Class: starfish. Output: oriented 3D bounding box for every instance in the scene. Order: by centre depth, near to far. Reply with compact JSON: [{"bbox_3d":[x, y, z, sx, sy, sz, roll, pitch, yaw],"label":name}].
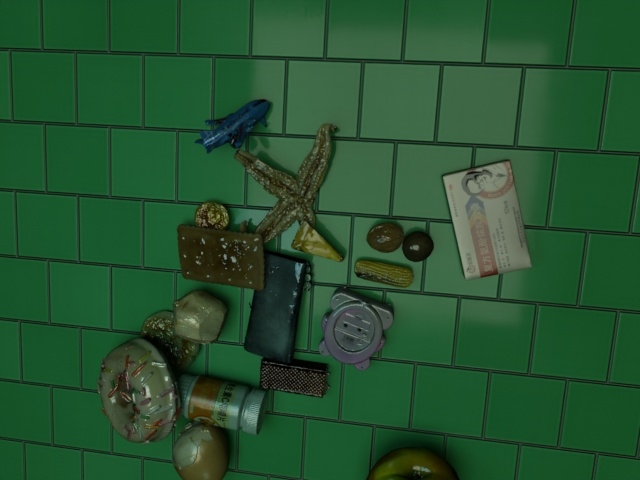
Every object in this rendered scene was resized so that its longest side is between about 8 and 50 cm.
[{"bbox_3d":[-0.126,-0.181,1.797,0.324,0.082,0.431,4,113,-5],"label":"starfish"}]

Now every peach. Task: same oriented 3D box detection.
[{"bbox_3d":[0.306,0.874,1.798,0.370,0.370,0.369,1,99,8],"label":"peach"}]

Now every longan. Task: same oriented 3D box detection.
[{"bbox_3d":[0.318,0.024,1.776,0.106,0.106,0.119,-3,141,9],"label":"longan"}]

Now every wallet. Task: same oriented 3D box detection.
[{"bbox_3d":[-0.156,0.230,1.886,0.191,0.046,0.378,13,102,21],"label":"wallet"}]

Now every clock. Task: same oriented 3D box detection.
[{"bbox_3d":[0.114,0.303,1.854,0.228,0.090,0.247,21,103,5],"label":"clock"}]

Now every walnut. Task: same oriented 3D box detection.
[{"bbox_3d":[0.211,-0.010,1.782,0.125,0.105,0.105,-9,97,17],"label":"walnut"}]

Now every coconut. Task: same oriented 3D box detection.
[{"bbox_3d":[-0.423,0.258,1.878,0.195,0.194,0.194,1,99,8],"label":"coconut"}]

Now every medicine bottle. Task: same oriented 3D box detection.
[{"bbox_3d":[-0.357,0.575,1.930,0.318,0.158,0.158,11,100,7],"label":"medicine bottle"}]

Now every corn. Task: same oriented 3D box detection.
[{"bbox_3d":[0.211,0.110,1.819,0.203,0.072,0.071,13,100,7],"label":"corn"}]

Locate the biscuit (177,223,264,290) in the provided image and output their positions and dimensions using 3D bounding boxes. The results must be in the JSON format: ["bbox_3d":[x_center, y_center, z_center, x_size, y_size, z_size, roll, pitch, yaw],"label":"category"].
[{"bbox_3d":[-0.342,0.059,1.862,0.325,0.044,0.217,8,112,17],"label":"biscuit"}]

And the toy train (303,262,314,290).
[{"bbox_3d":[-0.058,0.124,1.874,0.064,0.044,0.103,0,98,14],"label":"toy train"}]

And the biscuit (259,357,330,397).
[{"bbox_3d":[-0.089,0.478,1.920,0.252,0.070,0.106,8,101,7],"label":"biscuit"}]

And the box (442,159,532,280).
[{"bbox_3d":[0.533,-0.063,1.746,0.215,0.069,0.353,-13,95,10],"label":"box"}]

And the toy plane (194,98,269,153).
[{"bbox_3d":[-0.275,-0.371,1.775,0.271,0.254,0.105,-31,130,-16],"label":"toy plane"}]

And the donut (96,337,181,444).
[{"bbox_3d":[-0.641,0.531,1.894,0.383,0.143,0.382,8,102,40],"label":"donut"}]

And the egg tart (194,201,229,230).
[{"bbox_3d":[-0.373,-0.072,1.885,0.131,0.052,0.130,1,97,8],"label":"egg tart"}]

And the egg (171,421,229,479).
[{"bbox_3d":[-0.423,0.771,1.952,0.201,0.201,0.244,-16,108,11],"label":"egg"}]

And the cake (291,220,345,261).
[{"bbox_3d":[0.000,0.000,1.820,0.185,0.080,0.116,12,97,-2],"label":"cake"}]

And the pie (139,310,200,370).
[{"bbox_3d":[-0.550,0.366,1.979,0.241,0.054,0.240,2,100,10],"label":"pie"}]
